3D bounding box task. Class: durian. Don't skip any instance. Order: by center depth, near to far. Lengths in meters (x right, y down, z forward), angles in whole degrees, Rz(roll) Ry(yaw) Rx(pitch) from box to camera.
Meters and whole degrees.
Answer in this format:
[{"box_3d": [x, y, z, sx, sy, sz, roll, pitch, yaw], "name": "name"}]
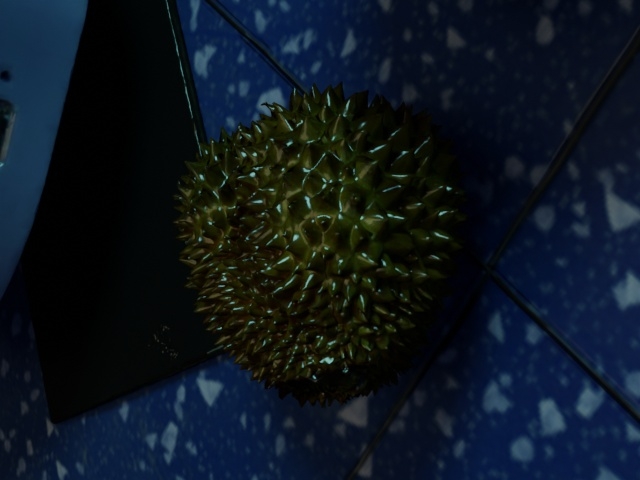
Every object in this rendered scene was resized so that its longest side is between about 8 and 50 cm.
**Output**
[{"box_3d": [0.000, 0.000, 0.501, 0.158, 0.137, 0.168, 122, 139, -53], "name": "durian"}]

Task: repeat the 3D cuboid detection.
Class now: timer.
[{"box_3d": [-0.305, -0.072, 0.742, 0.395, 0.173, 0.395, -19, 66, 49], "name": "timer"}]

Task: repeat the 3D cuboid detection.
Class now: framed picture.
[{"box_3d": [-0.164, -0.050, 0.743, 0.244, 0.013, 0.323, -26, 71, 41], "name": "framed picture"}]
